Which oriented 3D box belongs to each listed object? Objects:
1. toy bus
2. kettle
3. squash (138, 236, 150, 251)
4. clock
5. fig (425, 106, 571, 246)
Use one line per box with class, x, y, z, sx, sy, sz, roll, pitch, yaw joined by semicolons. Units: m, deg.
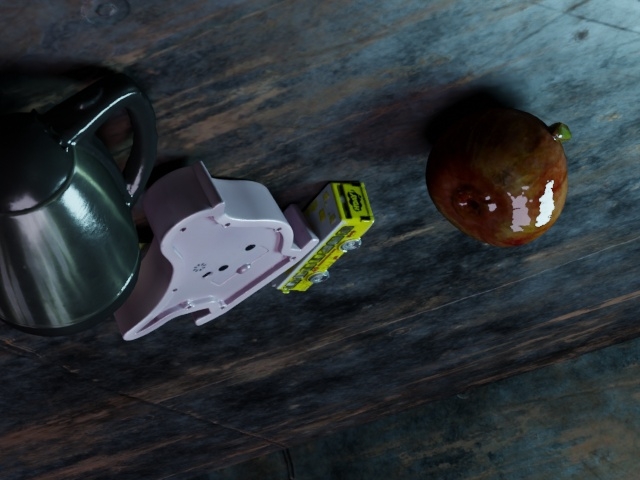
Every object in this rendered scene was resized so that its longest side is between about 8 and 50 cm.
toy bus;0.000;0.000;1.495;0.074;0.081;0.226;0;153;-32
kettle;-0.292;-0.039;1.092;0.251;0.207;0.271;-11;154;-7
squash;-0.325;0.015;1.351;0.090;0.075;0.200;-32;151;30
clock;-0.185;0.025;1.373;0.290;0.080;0.275;-37;152;13
fig;0.248;-0.093;1.330;0.205;0.205;0.205;-12;156;-5
